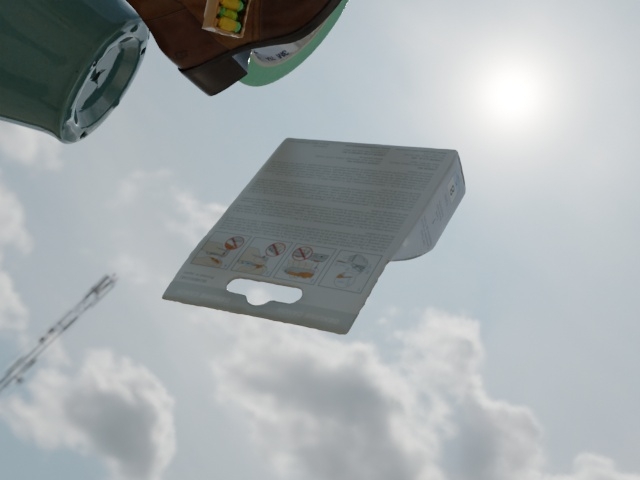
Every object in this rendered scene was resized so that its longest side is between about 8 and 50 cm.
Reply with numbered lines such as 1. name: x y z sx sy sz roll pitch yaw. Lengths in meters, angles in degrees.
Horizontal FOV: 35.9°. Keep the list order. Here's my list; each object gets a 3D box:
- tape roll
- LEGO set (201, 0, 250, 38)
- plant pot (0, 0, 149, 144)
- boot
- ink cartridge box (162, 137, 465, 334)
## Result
1. tape roll: -0.060 -0.405 1.612 0.077 0.321 0.321 40 -42 18
2. LEGO set: -0.024 -0.328 0.965 0.107 0.287 0.132 12 -31 31
3. plant pot: -0.358 -0.259 1.196 0.255 0.271 0.271 33 -44 3
4. boot: -0.124 -0.330 1.082 0.264 0.096 0.280 -28 -56 25
5. ink cartridge box: 0.000 0.000 1.438 0.308 0.385 0.091 8 -44 30
